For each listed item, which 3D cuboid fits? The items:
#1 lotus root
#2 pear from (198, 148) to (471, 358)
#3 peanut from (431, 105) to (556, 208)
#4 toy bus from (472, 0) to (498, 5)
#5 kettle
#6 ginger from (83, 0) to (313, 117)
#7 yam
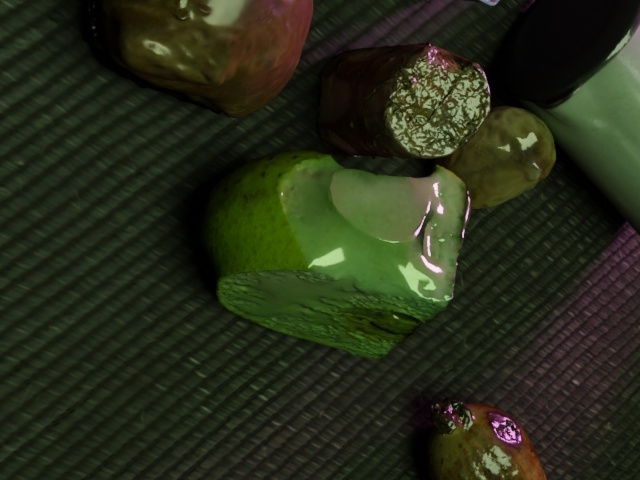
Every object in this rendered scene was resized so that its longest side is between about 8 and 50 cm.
[{"bbox_3d":[0.215,0.303,1.676,0.145,0.128,0.260,-38,117,-10],"label":"lotus root"},{"bbox_3d":[0.000,0.000,1.433,0.282,0.286,0.176,12,68,-11],"label":"pear"},{"bbox_3d":[0.215,-0.103,1.585,0.140,0.159,0.109,49,28,-49],"label":"peanut"},{"bbox_3d":[0.176,-0.321,1.499,0.073,0.167,0.076,24,90,-33],"label":"toy bus"},{"bbox_3d":[0.445,-0.212,1.675,0.377,0.250,0.361,38,58,-30],"label":"kettle"},{"bbox_3d":[-0.103,-0.242,1.309,0.269,0.223,0.200,19,86,-32],"label":"ginger"},{"bbox_3d":[0.085,-0.155,1.440,0.128,0.238,0.129,-33,109,-16],"label":"yam"}]
